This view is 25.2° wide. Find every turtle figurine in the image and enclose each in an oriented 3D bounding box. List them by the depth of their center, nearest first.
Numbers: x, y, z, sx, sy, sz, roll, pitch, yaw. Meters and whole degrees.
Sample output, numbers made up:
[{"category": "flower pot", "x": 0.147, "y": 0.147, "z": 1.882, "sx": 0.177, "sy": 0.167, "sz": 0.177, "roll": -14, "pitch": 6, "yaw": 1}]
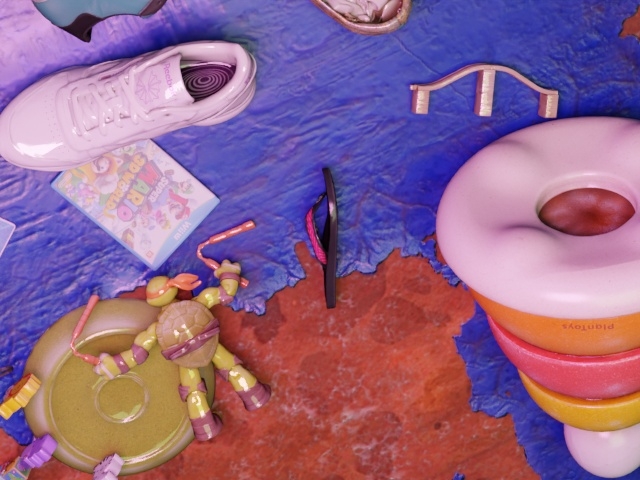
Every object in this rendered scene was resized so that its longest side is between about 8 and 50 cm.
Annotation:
[{"category": "turtle figurine", "x": -0.142, "y": 0.115, "z": 1.710, "sx": 0.269, "sy": 0.087, "sz": 0.217, "roll": -36, "pitch": 109, "yaw": -20}]

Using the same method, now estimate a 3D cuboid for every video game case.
[{"category": "video game case", "x": -0.219, "y": -0.057, "z": 1.703, "sx": 0.166, "sy": 0.015, "sz": 0.119, "roll": 41, "pitch": 95, "yaw": -22}]

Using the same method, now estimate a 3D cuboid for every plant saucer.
[{"category": "plant saucer", "x": -0.246, "y": 0.189, "z": 1.765, "sx": 0.241, "sy": 0.037, "sz": 0.240, "roll": -4, "pitch": 109, "yaw": -12}]

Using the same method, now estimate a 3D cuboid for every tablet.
[{"category": "tablet", "x": -0.401, "y": 0.006, "z": 1.686, "sx": 0.054, "sy": 0.006, "sz": 0.083, "roll": 27, "pitch": 99, "yaw": -19}]

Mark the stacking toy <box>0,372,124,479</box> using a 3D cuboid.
[{"category": "stacking toy", "x": -0.369, "y": 0.274, "z": 1.741, "sx": 0.221, "sy": 0.052, "sz": 0.167, "roll": -35, "pitch": 111, "yaw": 23}]

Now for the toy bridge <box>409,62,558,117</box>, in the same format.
[{"category": "toy bridge", "x": 0.200, "y": -0.184, "z": 1.753, "sx": 0.188, "sy": 0.026, "sz": 0.063, "roll": 1, "pitch": 105, "yaw": -13}]

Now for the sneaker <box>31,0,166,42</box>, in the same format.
[{"category": "sneaker", "x": -0.182, "y": -0.322, "z": 1.560, "sx": 0.302, "sy": 0.108, "sz": 0.121, "roll": -26, "pitch": 129, "yaw": 21}]

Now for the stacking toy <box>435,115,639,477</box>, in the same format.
[{"category": "stacking toy", "x": 0.337, "y": 0.118, "z": 1.781, "sx": 0.351, "sy": 0.350, "sz": 0.479, "roll": -17, "pitch": 129, "yaw": -7}]

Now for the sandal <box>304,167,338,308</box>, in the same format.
[{"category": "sandal", "x": 0.000, "y": 0.000, "z": 1.748, "sx": 0.040, "sy": 0.067, "sz": 0.179, "roll": 0, "pitch": 110, "yaw": -1}]

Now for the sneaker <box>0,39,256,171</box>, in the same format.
[{"category": "sneaker", "x": -0.216, "y": -0.164, "z": 1.590, "sx": 0.305, "sy": 0.152, "sz": 0.114, "roll": -19, "pitch": 87, "yaw": -10}]

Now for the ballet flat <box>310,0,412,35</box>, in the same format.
[{"category": "ballet flat", "x": -0.027, "y": -0.354, "z": 1.598, "sx": 0.348, "sy": 0.123, "sz": 0.123, "roll": 40, "pitch": 95, "yaw": -21}]

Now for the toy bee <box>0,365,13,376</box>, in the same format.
[{"category": "toy bee", "x": -0.528, "y": 0.124, "z": 1.632, "sx": 0.195, "sy": 0.298, "sz": 0.162, "roll": -24, "pitch": 84, "yaw": 31}]
